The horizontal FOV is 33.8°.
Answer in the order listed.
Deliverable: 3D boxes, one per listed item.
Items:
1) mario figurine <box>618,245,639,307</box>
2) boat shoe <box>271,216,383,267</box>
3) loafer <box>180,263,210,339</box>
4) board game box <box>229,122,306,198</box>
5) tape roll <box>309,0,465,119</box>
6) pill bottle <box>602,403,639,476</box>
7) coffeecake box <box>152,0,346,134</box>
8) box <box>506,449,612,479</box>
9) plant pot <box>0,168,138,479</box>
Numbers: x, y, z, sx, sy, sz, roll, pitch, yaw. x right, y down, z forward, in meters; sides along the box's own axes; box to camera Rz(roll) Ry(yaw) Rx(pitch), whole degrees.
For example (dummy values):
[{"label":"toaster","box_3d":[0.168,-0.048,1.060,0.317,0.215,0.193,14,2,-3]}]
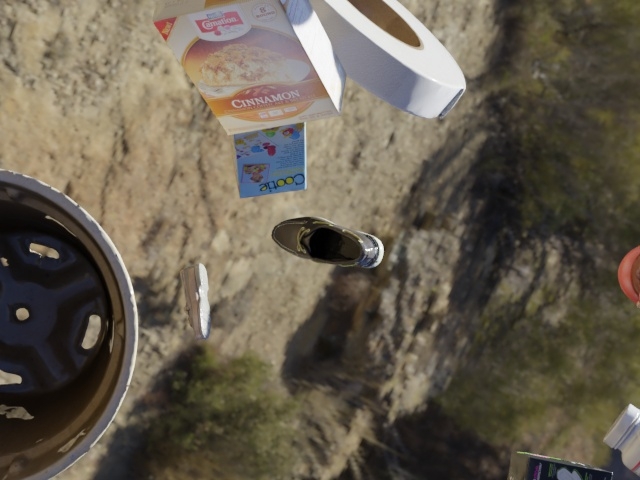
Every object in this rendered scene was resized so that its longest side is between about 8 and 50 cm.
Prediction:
[{"label":"mario figurine","box_3d":[0.588,0.050,1.687,0.198,0.170,0.320,-33,165,5]},{"label":"boat shoe","box_3d":[0.000,0.000,1.902,0.069,0.228,0.081,7,93,-59]},{"label":"loafer","box_3d":[-0.193,0.097,1.619,0.045,0.039,0.125,58,24,-60]},{"label":"board game box","box_3d":[-0.109,-0.232,2.089,0.275,0.144,0.142,91,-12,-52]},{"label":"tape roll","box_3d":[0.066,-0.347,1.698,0.072,0.392,0.392,-50,166,22]},{"label":"pill bottle","box_3d":[0.481,0.302,1.474,0.087,0.160,0.087,-49,165,-18]},{"label":"coffeecake box","box_3d":[-0.072,-0.207,1.143,0.185,0.142,0.068,57,33,-48]},{"label":"box","box_3d":[0.227,0.236,1.013,0.062,0.083,0.052,140,-38,-82]},{"label":"plant pot","box_3d":[-0.362,0.090,1.190,0.333,0.334,0.305,-64,-175,-2]}]
